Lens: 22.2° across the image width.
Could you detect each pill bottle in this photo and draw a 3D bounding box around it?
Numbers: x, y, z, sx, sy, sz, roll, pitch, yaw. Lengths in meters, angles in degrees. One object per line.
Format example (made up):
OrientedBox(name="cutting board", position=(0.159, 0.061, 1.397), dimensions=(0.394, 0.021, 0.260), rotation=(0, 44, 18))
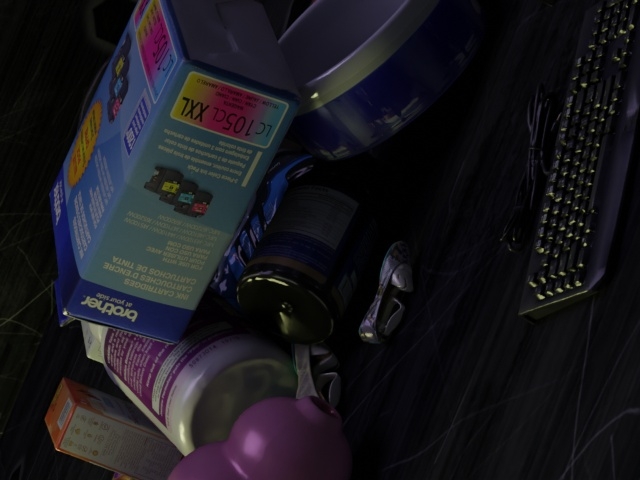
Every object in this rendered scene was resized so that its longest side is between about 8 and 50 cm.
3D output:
OrientedBox(name="pill bottle", position=(-0.160, 0.139, 1.951), dimensions=(0.301, 0.169, 0.169), rotation=(36, 104, 49))
OrientedBox(name="pill bottle", position=(0.000, 0.000, 1.851), dimensions=(0.123, 0.123, 0.219), rotation=(-45, 14, 52))

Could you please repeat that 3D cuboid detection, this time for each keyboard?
OrientedBox(name="keyboard", position=(0.221, -0.076, 1.455), dimensions=(0.201, 0.033, 0.317), rotation=(-36, 34, 61))

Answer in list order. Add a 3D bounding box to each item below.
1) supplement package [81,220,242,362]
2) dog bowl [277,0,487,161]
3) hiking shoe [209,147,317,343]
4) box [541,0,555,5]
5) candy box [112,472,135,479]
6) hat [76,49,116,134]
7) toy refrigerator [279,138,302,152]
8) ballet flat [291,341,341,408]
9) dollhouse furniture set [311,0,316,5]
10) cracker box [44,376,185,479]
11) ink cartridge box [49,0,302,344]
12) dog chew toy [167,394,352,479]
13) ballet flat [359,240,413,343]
OrientedBox(name="supplement package", position=(-0.188, 0.052, 2.264), dimensions=(0.263, 0.198, 0.199), rotation=(-65, 16, 8))
OrientedBox(name="dog bowl", position=(0.056, -0.216, 1.859), dimensions=(0.265, 0.104, 0.265), rotation=(-36, 22, 17))
OrientedBox(name="hiking shoe", position=(-0.061, 0.024, 2.065), dimensions=(0.132, 0.113, 0.304), rotation=(0, 75, 60))
OrientedBox(name="box", position=(0.228, -0.293, 1.679), dimensions=(0.083, 0.052, 0.062), rotation=(-63, 18, 12))
OrientedBox(name="candy box", position=(-0.260, 0.329, 2.382), dimensions=(0.187, 0.053, 0.109), rotation=(-67, 16, -6))
OrientedBox(name="hat", position=(-0.245, -0.174, 2.186), dimensions=(0.331, 0.134, 0.331), rotation=(-53, 18, 26))
OrientedBox(name="toy refrigerator", position=(-0.121, -0.125, 2.462), dimensions=(0.094, 0.102, 0.269), rotation=(-67, 17, 0))
OrientedBox(name="ballet flat", position=(0.000, 0.153, 1.829), dimensions=(0.052, 0.057, 0.168), rotation=(-27, 37, 19))
OrientedBox(name="dollhouse furniture set", position=(-0.061, -0.352, 2.106), dimensions=(0.152, 0.374, 0.201), rotation=(-15, 52, 64))
OrientedBox(name="cracker box", position=(-0.220, 0.253, 2.035), dimensions=(0.067, 0.232, 0.156), rotation=(-66, 17, 0))
OrientedBox(name="ink cartridge box", position=(-0.187, -0.073, 1.852), dimensions=(0.395, 0.151, 0.270), rotation=(-63, 24, 24))
OrientedBox(name="dog chew toy", position=(-0.088, 0.299, 1.651), dimensions=(0.332, 0.206, 0.206), rotation=(-55, 19, 12))
OrientedBox(name="ballet flat", position=(0.078, 0.057, 1.725), dimensions=(0.114, 0.041, 0.041), rotation=(-69, 17, -5))
